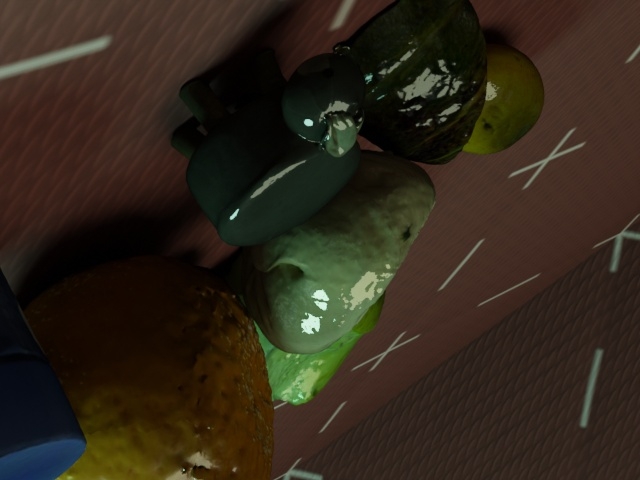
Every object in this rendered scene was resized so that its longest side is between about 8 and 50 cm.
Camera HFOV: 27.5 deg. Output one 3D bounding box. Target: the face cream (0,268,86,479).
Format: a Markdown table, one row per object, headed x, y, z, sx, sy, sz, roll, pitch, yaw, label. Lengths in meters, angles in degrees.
| x | y | z | sx | sy | sz | roll | pitch | yaw | label |
| --- | --- | --- | --- | --- | --- | --- | --- | --- | --- |
| -0.365 | 0.140 | 1.159 | 0.249 | 0.225 | 0.249 | -29 | 165 | -8 | face cream |

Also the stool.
| x | y | z | sx | sy | sz | roll | pitch | yaw | label |
| --- | --- | --- | --- | --- | --- | --- | --- | --- | --- |
| -0.041 | -0.101 | 1.233 | 0.228 | 0.139 | 0.153 | -42 | 162 | 22 | stool |

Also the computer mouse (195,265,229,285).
| x | y | z | sx | sy | sz | roll | pitch | yaw | label |
| --- | --- | --- | --- | --- | --- | --- | --- | --- | --- |
| -0.179 | 0.135 | 1.635 | 0.269 | 0.138 | 0.086 | -45 | 157 | 29 | computer mouse |

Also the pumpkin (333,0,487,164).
| x | y | z | sx | sy | sz | roll | pitch | yaw | label |
| --- | --- | --- | --- | --- | --- | --- | --- | --- | --- |
| 0.079 | -0.139 | 1.410 | 0.163 | 0.111 | 0.278 | -21 | 160 | -24 | pumpkin |

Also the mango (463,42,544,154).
| x | y | z | sx | sy | sz | roll | pitch | yaw | label |
| --- | --- | --- | --- | --- | --- | --- | --- | --- | --- |
| 0.196 | -0.169 | 1.557 | 0.137 | 0.098 | 0.195 | -33 | 159 | 13 | mango |

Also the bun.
| x | y | z | sx | sy | sz | roll | pitch | yaw | label |
| --- | --- | --- | --- | --- | --- | --- | --- | --- | --- |
| 0.000 | 0.000 | 1.405 | 0.259 | 0.160 | 0.259 | -57 | -175 | 8 | bun |

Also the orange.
| x | y | z | sx | sy | sz | roll | pitch | yaw | label |
| --- | --- | --- | --- | --- | --- | --- | --- | --- | --- |
| -0.204 | 0.187 | 1.403 | 0.293 | 0.341 | 0.340 | -9 | 165 | 7 | orange |

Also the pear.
| x | y | z | sx | sy | sz | roll | pitch | yaw | label |
| --- | --- | --- | --- | --- | --- | --- | --- | --- | --- |
| -0.012 | 0.085 | 1.748 | 0.282 | 0.176 | 0.286 | -45 | 161 | 27 | pear |
